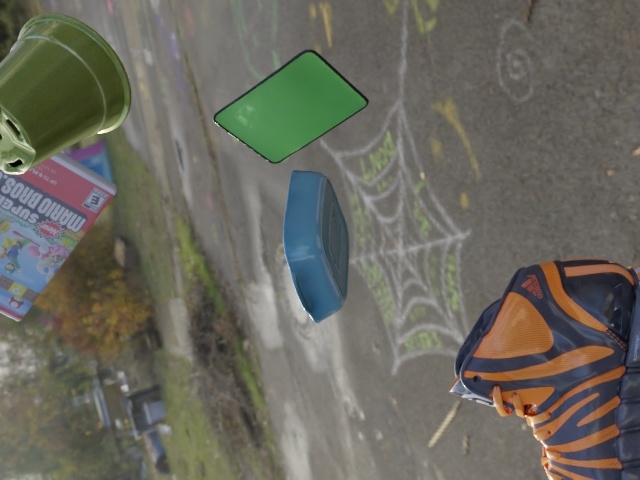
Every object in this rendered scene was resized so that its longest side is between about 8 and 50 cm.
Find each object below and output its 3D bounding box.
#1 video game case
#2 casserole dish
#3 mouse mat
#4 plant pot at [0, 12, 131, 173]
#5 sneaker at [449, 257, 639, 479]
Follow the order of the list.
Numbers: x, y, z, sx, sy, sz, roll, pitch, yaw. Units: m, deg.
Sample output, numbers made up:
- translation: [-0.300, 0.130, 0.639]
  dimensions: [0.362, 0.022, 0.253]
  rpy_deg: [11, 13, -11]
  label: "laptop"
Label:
- translation: [-0.473, -0.025, 1.300]
  dimensions: [0.285, 0.204, 0.025]
  rpy_deg: [-49, 27, 18]
  label: "video game case"
- translation: [0.000, 0.000, 0.878]
  dimensions: [0.188, 0.037, 0.114]
  rpy_deg: [-86, -22, -56]
  label: "casserole dish"
- translation: [-0.043, -0.190, 1.254]
  dimensions: [0.153, 0.190, 0.007]
  rpy_deg: [34, -144, -44]
  label: "mouse mat"
- translation: [-0.170, -0.081, 0.514]
  dimensions: [0.083, 0.079, 0.083]
  rpy_deg: [14, 131, 17]
  label: "plant pot"
- translation: [0.204, 0.175, 0.780]
  dimensions: [0.124, 0.180, 0.321]
  rpy_deg: [60, -146, -85]
  label: "sneaker"
